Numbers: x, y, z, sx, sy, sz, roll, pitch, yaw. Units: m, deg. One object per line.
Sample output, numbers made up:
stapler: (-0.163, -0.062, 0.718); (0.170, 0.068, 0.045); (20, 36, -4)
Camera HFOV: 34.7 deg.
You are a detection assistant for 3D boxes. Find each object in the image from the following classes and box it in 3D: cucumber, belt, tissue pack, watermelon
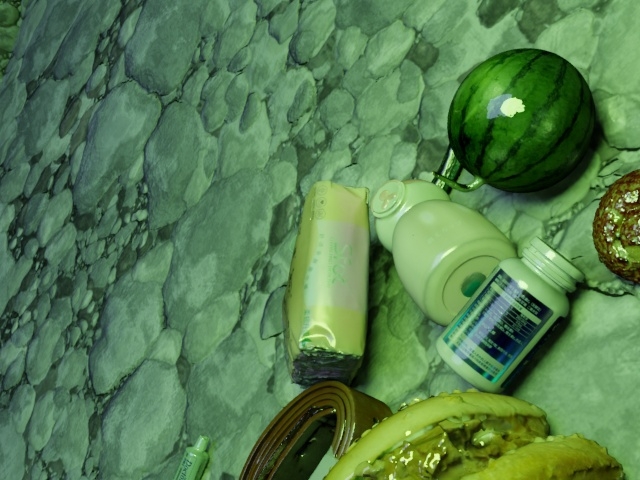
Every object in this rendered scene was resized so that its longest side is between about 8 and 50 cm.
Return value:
cucumber: (0.180, -0.088, 1.513); (0.036, 0.033, 0.184); (28, 93, 32)
belt: (-0.005, 0.323, 1.438); (0.261, 0.105, 0.184); (-53, 38, 8)
tissue pack: (0.009, 0.072, 1.480); (0.215, 0.123, 0.256); (103, 170, -67)
watermelon: (0.256, -0.144, 1.337); (0.188, 0.188, 0.214); (29, 90, 51)

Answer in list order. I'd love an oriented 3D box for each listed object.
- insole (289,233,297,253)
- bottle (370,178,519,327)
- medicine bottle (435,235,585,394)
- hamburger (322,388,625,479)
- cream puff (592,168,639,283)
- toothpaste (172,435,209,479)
insole: (0.000, 0.000, 1.687); (0.153, 0.002, 0.053); (-1, 69, 48)
bottle: (0.155, -0.001, 1.404); (0.147, 0.147, 0.236); (-53, 38, 13)
medicine bottle: (0.240, 0.093, 1.283); (0.191, 0.107, 0.107); (-52, 40, 9)
hamburger: (0.100, 0.349, 1.167); (0.445, 0.287, 0.268); (-55, 37, 4)
cream puff: (0.385, -0.021, 1.207); (0.149, 0.084, 0.149); (-26, 53, 40)
toothpaste: (-0.235, 0.423, 1.692); (0.064, 0.041, 0.218); (26, 94, 46)
